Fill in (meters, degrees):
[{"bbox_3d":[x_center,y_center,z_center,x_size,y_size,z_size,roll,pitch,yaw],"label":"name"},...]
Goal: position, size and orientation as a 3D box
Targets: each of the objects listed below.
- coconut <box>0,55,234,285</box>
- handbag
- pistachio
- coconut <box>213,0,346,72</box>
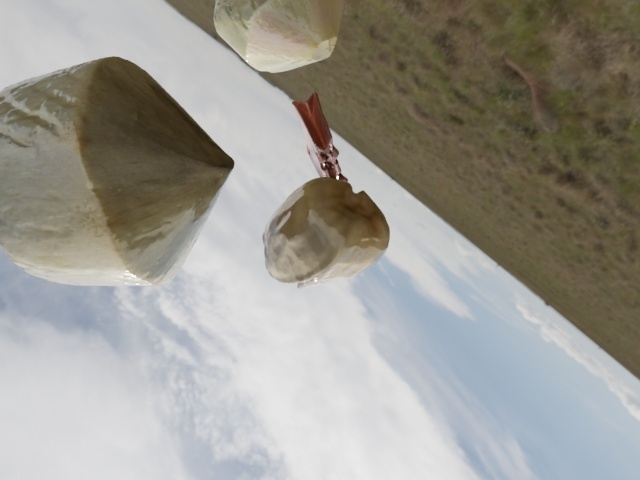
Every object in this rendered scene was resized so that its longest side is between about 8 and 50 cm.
[{"bbox_3d":[-0.268,-0.079,0.712,0.329,0.328,0.329,38,-168,-9],"label":"coconut"},{"bbox_3d":[0.003,-0.210,1.212,0.212,0.060,0.157,70,177,-61],"label":"handbag"},{"bbox_3d":[0.000,0.000,0.774,0.158,0.230,0.157,11,-113,-27],"label":"pistachio"},{"bbox_3d":[-0.067,-0.430,1.014,0.259,0.259,0.259,38,-168,-9],"label":"coconut"}]
